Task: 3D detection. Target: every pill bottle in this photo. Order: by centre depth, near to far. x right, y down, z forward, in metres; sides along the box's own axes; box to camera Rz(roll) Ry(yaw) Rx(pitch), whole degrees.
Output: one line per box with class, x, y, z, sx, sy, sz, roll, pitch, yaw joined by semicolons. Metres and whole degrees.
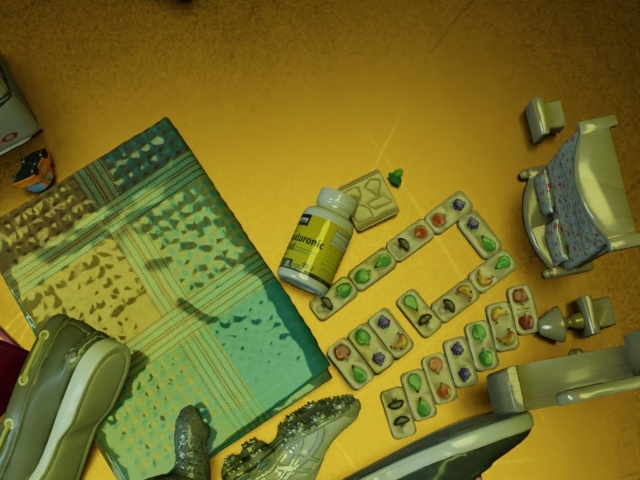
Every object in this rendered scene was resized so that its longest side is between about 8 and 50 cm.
pill bottle;0.000;0.000;1.103;0.065;0.065;0.116;23;78;2

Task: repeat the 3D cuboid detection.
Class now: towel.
towel;-0.190;0.075;1.097;0.271;0.040;0.370;-32;81;-8

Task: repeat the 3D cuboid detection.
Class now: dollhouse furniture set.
dollhouse furniture set;0.238;-0.010;0.994;0.173;0.303;0.356;-11;79;-3

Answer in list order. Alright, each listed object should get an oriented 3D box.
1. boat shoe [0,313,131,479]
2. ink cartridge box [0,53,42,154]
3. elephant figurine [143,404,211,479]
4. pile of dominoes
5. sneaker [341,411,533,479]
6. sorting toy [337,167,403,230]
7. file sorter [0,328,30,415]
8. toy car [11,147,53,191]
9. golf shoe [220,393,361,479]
boat shoe;-0.308;0.225;1.018;0.091;0.109;0.305;29;96;17
ink cartridge box;-0.457;-0.164;0.995;0.223;0.307;0.129;-28;79;-7
elephant figurine;-0.173;0.323;0.966;0.169;0.186;0.240;-17;100;5
pile of dominoes;0.128;0.084;1.105;0.251;0.040;0.196;-37;82;-8
sneaker;0.120;0.300;1.036;0.295;0.104;0.147;-27;83;-1
sorting toy;0.069;-0.054;1.143;0.083;0.012;0.062;-26;76;-3
file sorter;-0.474;0.166;0.987;0.182;0.202;0.291;42;80;9
toy car;-0.366;-0.060;1.125;0.122;0.060;0.040;-29;125;9
golf shoe;-0.021;0.241;1.067;0.176;0.069;0.086;-31;102;-5
